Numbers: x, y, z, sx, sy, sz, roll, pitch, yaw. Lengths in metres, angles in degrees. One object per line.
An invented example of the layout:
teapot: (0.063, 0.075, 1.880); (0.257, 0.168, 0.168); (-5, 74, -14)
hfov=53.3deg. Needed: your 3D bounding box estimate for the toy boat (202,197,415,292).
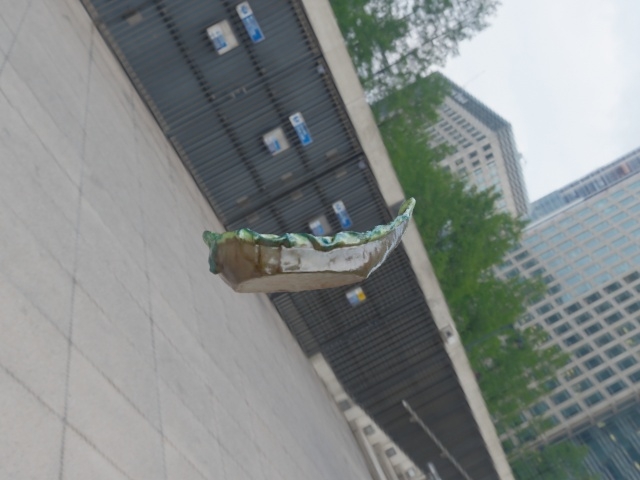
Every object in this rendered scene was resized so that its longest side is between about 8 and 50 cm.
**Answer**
toy boat: (0.006, 0.010, 0.787); (0.108, 0.293, 0.099); (130, -53, -61)
